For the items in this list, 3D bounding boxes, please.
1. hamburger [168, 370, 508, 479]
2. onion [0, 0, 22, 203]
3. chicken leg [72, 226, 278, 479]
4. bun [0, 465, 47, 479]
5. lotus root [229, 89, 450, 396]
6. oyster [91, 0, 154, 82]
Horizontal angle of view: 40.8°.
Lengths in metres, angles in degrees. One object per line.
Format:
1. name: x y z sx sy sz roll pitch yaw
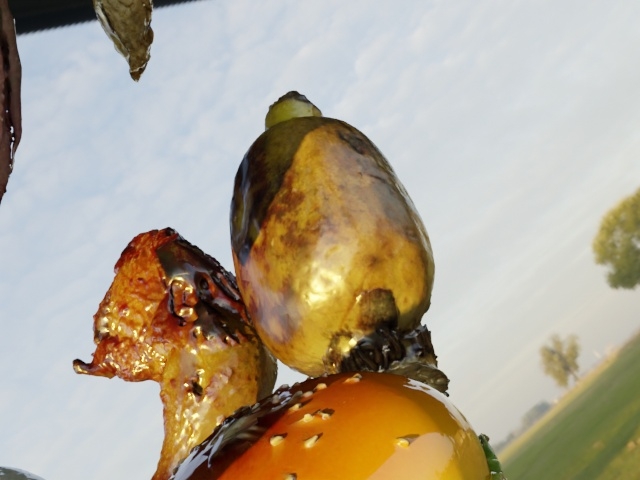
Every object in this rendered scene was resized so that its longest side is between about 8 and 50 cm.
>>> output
1. hamburger: -0.006 0.174 0.467 0.246 0.170 0.246 -31 12 7
2. onion: -0.281 -0.083 0.461 0.111 0.250 0.247 1 -18 22
3. chicken leg: -0.128 0.110 0.770 0.177 0.322 0.083 -29 -37 -6
4. bun: -0.294 0.351 0.670 0.362 0.362 0.211 -48 -20 24
5. lotus root: 0.000 0.000 0.717 0.141 0.314 0.169 3 -39 -36
6. oyster: -0.139 -0.161 0.608 0.038 0.080 0.083 -32 -21 -12
